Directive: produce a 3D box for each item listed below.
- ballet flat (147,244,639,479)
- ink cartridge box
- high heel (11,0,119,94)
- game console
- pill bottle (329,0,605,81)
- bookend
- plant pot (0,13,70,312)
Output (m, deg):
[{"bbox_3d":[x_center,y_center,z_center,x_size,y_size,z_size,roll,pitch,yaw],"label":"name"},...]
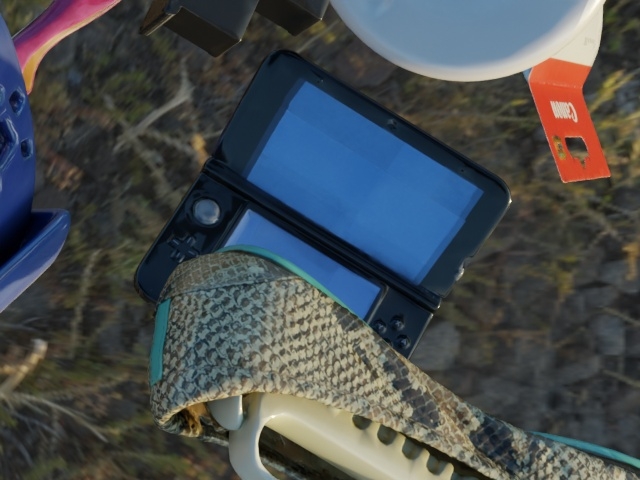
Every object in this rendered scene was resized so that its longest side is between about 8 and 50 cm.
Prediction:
[{"bbox_3d":[0.079,0.184,1.080,0.482,0.164,0.182,31,47,-21],"label":"ballet flat"},{"bbox_3d":[0.192,-0.167,1.216,0.066,0.189,0.232,-26,84,22],"label":"ink cartridge box"},{"bbox_3d":[-0.328,-0.234,1.913,0.117,0.082,0.244,24,102,-2],"label":"high heel"},{"bbox_3d":[0.000,0.000,1.563,0.293,0.173,0.250,31,61,-1],"label":"game console"},{"bbox_3d":[0.071,-0.139,0.650,0.119,0.208,0.119,3,105,11],"label":"pill bottle"},{"bbox_3d":[-0.066,-0.233,1.477,0.157,0.072,0.156,29,69,-19],"label":"bookend"},{"bbox_3d":[-0.346,-0.026,1.173,0.236,0.236,0.212,-50,128,-44],"label":"plant pot"}]
